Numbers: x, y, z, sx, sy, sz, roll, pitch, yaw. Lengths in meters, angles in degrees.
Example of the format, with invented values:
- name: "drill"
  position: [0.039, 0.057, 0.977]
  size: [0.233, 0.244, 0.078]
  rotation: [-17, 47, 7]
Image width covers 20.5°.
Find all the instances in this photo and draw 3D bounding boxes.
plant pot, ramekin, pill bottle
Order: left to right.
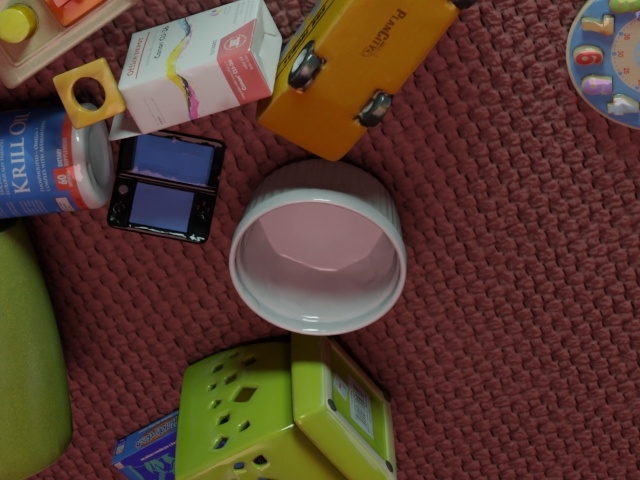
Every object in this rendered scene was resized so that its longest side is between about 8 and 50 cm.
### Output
- name: "plant pot"
  position: [-0.429, 0.102, 2.122]
  size: [0.275, 0.275, 0.293]
  rotation: [6, 115, 1]
- name: "pill bottle"
  position: [-0.358, -0.086, 2.023]
  size: [0.222, 0.124, 0.124]
  rotation: [-6, 128, 10]
- name: "plant pot"
  position: [-0.032, 0.250, 2.211]
  size: [0.207, 0.228, 0.227]
  rotation: [-31, 120, 18]
- name: "ramekin"
  position: [0.000, 0.000, 2.070]
  size: [0.207, 0.109, 0.207]
  rotation: [3, 130, 3]

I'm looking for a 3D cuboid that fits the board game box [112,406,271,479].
- name: "board game box"
  position: [-0.151, 0.316, 2.384]
  size: [0.160, 0.047, 0.210]
  rotation: [-30, 121, 26]

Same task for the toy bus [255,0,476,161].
- name: "toy bus"
  position: [0.059, -0.230, 1.860]
  size: [0.108, 0.130, 0.332]
  rotation: [28, 127, -15]

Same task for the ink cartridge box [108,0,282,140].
- name: "ink cartridge box"
  position: [-0.148, -0.187, 1.926]
  size: [0.198, 0.115, 0.067]
  rotation: [-16, 126, 17]

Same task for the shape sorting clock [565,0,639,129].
- name: "shape sorting clock"
  position: [0.369, -0.201, 1.912]
  size: [0.206, 0.040, 0.206]
  rotation: [3, 129, 3]

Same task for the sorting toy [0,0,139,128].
- name: "sorting toy"
  position: [-0.309, -0.274, 1.839]
  size: [0.196, 0.047, 0.347]
  rotation: [-32, 99, 20]

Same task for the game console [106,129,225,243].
- name: "game console"
  position: [-0.181, -0.064, 2.062]
  size: [0.122, 0.107, 0.071]
  rotation: [11, 158, -3]
